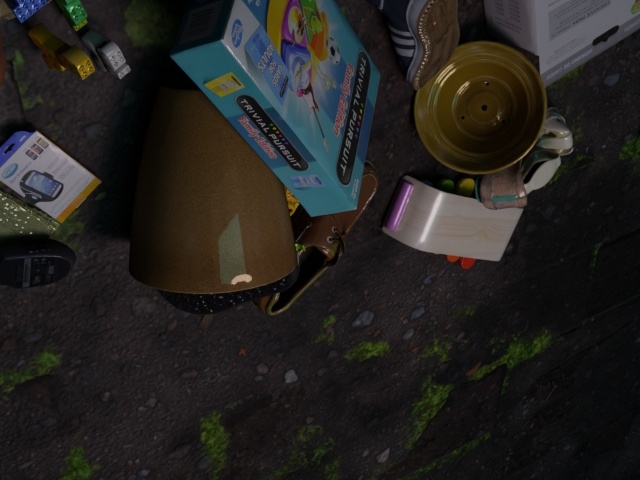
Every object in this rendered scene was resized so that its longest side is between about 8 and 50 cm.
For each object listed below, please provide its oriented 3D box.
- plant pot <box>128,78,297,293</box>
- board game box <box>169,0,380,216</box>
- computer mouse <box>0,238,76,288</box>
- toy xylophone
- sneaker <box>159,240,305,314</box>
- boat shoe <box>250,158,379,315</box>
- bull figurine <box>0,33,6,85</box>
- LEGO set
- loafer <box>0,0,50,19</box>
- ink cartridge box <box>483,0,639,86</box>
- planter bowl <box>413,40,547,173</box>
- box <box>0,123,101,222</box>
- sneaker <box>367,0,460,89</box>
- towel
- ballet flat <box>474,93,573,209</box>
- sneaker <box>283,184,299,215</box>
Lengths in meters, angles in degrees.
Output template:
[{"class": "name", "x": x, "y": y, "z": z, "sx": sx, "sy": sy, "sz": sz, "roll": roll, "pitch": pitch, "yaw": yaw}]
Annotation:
[{"class": "plant pot", "x": -0.150, "y": -0.087, "z": 1.106, "sx": 0.237, "sy": 0.237, "sz": 0.254, "roll": -11, "pitch": 112, "yaw": -31}, {"class": "board game box", "x": -0.038, "y": -0.231, "z": 1.067, "sx": 0.336, "sy": 0.079, "sz": 0.253, "roll": 47, "pitch": 44, "yaw": -46}, {"class": "computer mouse", "x": -0.443, "y": 0.030, "z": 1.051, "sx": 0.242, "sy": 0.041, "sz": 0.071, "roll": -3, "pitch": 140, "yaw": -29}, {"class": "toy xylophone", "x": 0.277, "y": -0.063, "z": 1.521, "sx": 0.323, "sy": 0.081, "sz": 0.236, "roll": 18, "pitch": 104, "yaw": -42}, {"class": "sneaker", "x": -0.137, "y": 0.049, "z": 1.275, "sx": 0.235, "sy": 0.097, "sz": 0.084, "roll": -9, "pitch": 127, "yaw": 9}, {"class": "boat shoe", "x": 0.000, "y": 0.000, "z": 1.342, "sx": 0.307, "sy": 0.104, "sz": 0.111, "roll": -48, "pitch": 135, "yaw": 1}, {"class": "bull figurine", "x": -0.404, "y": -0.131, "z": 0.826, "sx": 0.188, "sy": 0.310, "sz": 0.101, "roll": -33, "pitch": 117, "yaw": 11}, {"class": "LEGO set", "x": -0.286, "y": -0.244, "z": 0.922, "sx": 0.087, "sy": 0.093, "sz": 0.227, "roll": -46, "pitch": 151, "yaw": -17}, {"class": "loafer", "x": -0.363, "y": -0.275, "z": 0.918, "sx": 0.148, "sy": 0.050, "sz": 0.056, "roll": -24, "pitch": 131, "yaw": -21}, {"class": "ink cartridge box", "x": 0.423, "y": -0.446, "z": 1.328, "sx": 0.309, "sy": 0.130, "sz": 0.272, "roll": -31, "pitch": 133, "yaw": -15}, {"class": "planter bowl", "x": 0.272, "y": -0.224, "z": 1.368, "sx": 0.217, "sy": 0.217, "sz": 0.090, "roll": -64, "pitch": 169, "yaw": 17}, {"class": "box", "x": -0.365, "y": -0.091, "z": 1.063, "sx": 0.081, "sy": 0.028, "sz": 0.136, "roll": -46, "pitch": 133, "yaw": -1}, {"class": "sneaker", "x": 0.123, "y": -0.341, "z": 1.217, "sx": 0.099, "sy": 0.153, "sz": 0.282, "roll": -45, "pitch": 166, "yaw": -5}, {"class": "towel", "x": -0.431, "y": -0.015, "z": 1.067, "sx": 0.110, "sy": 0.027, "sz": 0.148, "roll": -49, "pitch": 137, "yaw": 3}, {"class": "ballet flat", "x": 0.384, "y": -0.157, "z": 1.432, "sx": 0.316, "sy": 0.106, "sz": 0.107, "roll": -53, "pitch": 132, "yaw": -33}, {"class": "sneaker", "x": -0.048, "y": -0.084, "z": 1.276, "sx": 0.064, "sy": 0.067, "sz": 0.175, "roll": 7, "pitch": 113, "yaw": -38}]
